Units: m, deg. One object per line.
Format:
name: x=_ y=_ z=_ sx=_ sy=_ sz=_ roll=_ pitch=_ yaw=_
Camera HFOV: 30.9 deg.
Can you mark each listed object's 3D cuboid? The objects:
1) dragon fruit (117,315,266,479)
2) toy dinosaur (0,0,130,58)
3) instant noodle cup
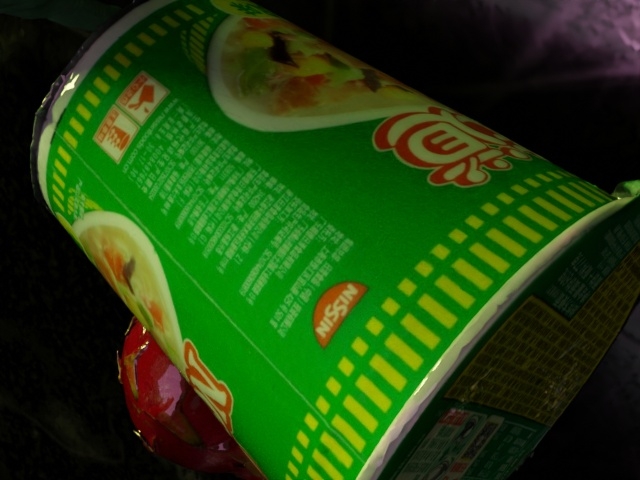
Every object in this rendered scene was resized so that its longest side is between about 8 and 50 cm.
dragon fruit: x=-0.045 y=0.106 z=0.642 sx=0.094 sy=0.094 sz=0.190 roll=-28 pitch=102 yaw=36
toy dinosaur: x=-0.229 y=-0.125 z=0.525 sx=0.383 sy=0.331 sz=0.129 roll=-7 pitch=100 yaw=33
instant noodle cup: x=0.000 y=0.000 z=0.523 sx=0.232 sy=0.207 sz=0.207 roll=40 pitch=124 yaw=26
